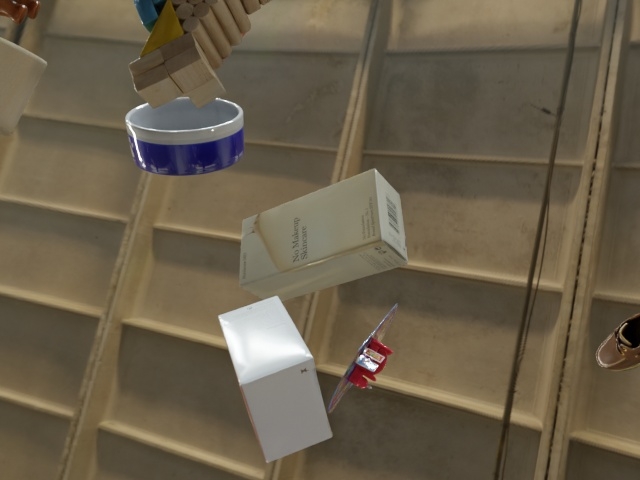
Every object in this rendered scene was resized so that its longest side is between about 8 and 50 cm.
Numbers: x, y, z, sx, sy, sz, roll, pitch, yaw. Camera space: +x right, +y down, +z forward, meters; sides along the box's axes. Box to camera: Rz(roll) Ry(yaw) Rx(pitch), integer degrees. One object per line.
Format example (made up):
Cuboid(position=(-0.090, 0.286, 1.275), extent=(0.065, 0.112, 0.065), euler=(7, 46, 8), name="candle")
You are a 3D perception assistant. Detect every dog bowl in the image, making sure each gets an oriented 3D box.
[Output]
Cuboid(position=(-0.311, -0.249, 1.298), extent=(0.265, 0.265, 0.104), euler=(16, -57, 25), name="dog bowl")

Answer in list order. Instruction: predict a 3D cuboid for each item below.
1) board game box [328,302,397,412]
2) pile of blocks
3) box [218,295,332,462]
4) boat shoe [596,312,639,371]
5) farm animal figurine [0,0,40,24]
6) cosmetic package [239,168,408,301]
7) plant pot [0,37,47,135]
Cuboid(position=(0.070, 0.164, 0.732), extent=(0.033, 0.169, 0.133), euler=(31, -53, 17), name="board game box")
Cuboid(position=(-0.133, -0.320, 0.704), extent=(0.149, 0.112, 0.362), euler=(26, -99, 15), name="pile of blocks")
Cuboid(position=(-0.064, 0.176, 0.734), extent=(0.091, 0.130, 0.170), euler=(-18, -155, -12), name="box")
Cuboid(position=(0.463, 0.141, 0.820), extent=(0.060, 0.178, 0.064), euler=(5, -125, -13), name="boat shoe")
Cuboid(position=(-0.275, -0.382, 0.466), extent=(0.330, 0.172, 0.326), euler=(-42, -150, 43), name="farm animal figurine")
Cuboid(position=(0.000, 0.000, 1.068), extent=(0.310, 0.113, 0.160), euler=(-19, -124, 26), name="cosmetic package")
Cuboid(position=(-0.424, -0.206, 0.667), extent=(0.109, 0.096, 0.109), euler=(20, -99, 14), name="plant pot")
